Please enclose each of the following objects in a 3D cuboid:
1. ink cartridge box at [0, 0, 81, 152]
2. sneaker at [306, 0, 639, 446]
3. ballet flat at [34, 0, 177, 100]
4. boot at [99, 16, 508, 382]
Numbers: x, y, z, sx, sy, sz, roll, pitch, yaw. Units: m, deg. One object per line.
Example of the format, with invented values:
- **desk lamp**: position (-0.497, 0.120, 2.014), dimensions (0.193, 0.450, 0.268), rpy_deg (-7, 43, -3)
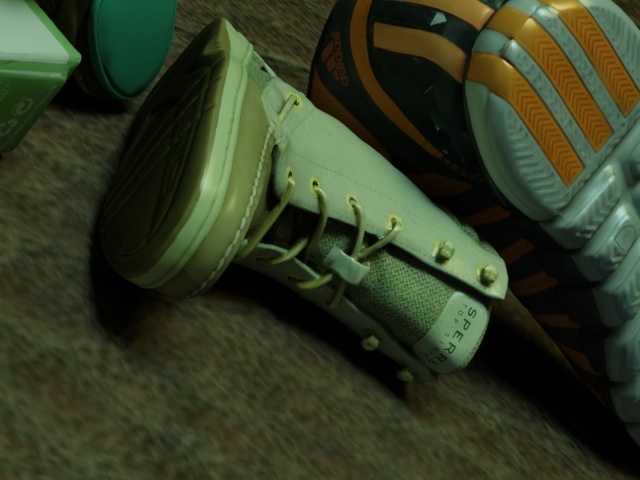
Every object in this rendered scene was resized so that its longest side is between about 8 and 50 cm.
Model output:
- **ink cartridge box**: position (-0.204, -0.106, 0.602), dimensions (0.171, 0.056, 0.235), rpy_deg (50, 23, 18)
- **sneaker**: position (0.111, -0.019, 0.902), dimensions (0.180, 0.124, 0.321), rpy_deg (24, -25, 48)
- **ballet flat**: position (-0.099, -0.122, 0.715), dimensions (0.067, 0.073, 0.206), rpy_deg (27, -22, 10)
- **boot**: position (0.000, 0.000, 0.733), dimensions (0.165, 0.077, 0.213), rpy_deg (39, 16, -13)
